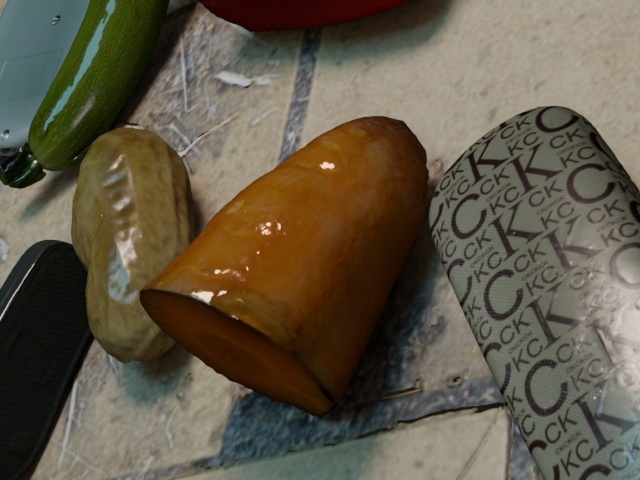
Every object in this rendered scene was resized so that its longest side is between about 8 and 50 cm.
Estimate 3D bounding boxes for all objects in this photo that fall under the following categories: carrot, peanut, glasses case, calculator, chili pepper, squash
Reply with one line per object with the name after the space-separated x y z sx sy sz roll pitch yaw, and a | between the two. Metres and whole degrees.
0.000 0.000 1.301 0.159 0.159 0.225 14 61 48 | carrot
-0.150 0.004 1.477 0.108 0.095 0.226 -44 40 32 | peanut
0.167 0.045 1.146 0.137 0.085 0.355 -39 40 14 | glasses case
-0.253 -0.213 1.791 0.185 0.041 0.299 -5 57 41 | calculator
0.035 -0.245 1.478 0.338 0.131 0.135 2 70 42 | chili pepper
-0.193 -0.182 1.667 0.318 0.080 0.071 -64 8 0 | squash

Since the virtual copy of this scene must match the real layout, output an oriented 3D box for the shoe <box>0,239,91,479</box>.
-0.269 0.108 1.497 0.093 0.108 0.241 0 52 45 | shoe
